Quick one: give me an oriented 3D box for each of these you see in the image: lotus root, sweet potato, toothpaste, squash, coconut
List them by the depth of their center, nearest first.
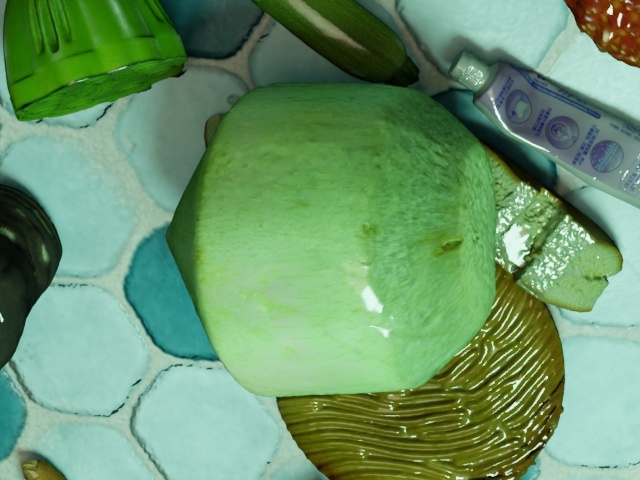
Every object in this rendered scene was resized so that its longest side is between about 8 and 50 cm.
[{"bbox_3d":[0.000,0.000,1.384,0.329,0.281,0.328,6,107,18],"label":"coconut"},{"bbox_3d":[-0.235,-0.220,1.406,0.186,0.186,0.186,2,114,6],"label":"lotus root"},{"bbox_3d":[-0.009,-0.227,1.414,0.258,0.069,0.069,37,113,-9],"label":"squash"},{"bbox_3d":[0.261,-0.102,1.450,0.301,0.048,0.075,29,103,-9],"label":"toothpaste"},{"bbox_3d":[-0.288,0.330,1.705,0.056,0.056,0.195,-31,111,18],"label":"sweet potato"}]

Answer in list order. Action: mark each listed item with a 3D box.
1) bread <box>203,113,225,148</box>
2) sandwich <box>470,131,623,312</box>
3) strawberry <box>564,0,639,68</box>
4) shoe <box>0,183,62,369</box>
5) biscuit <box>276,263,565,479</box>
[{"bbox_3d":[-0.088,-0.073,1.497,0.043,0.062,0.109,-14,113,17],"label":"bread"},{"bbox_3d":[0.210,-0.012,1.472,0.244,0.088,0.090,38,109,-10],"label":"sandwich"},{"bbox_3d":[0.281,-0.319,1.250,0.292,0.292,0.343,22,127,-3],"label":"strawberry"},{"bbox_3d":[-0.448,0.107,1.521,0.384,0.237,0.171,-32,107,18],"label":"shoe"},{"bbox_3d":[0.101,0.142,1.553,0.318,0.040,0.317,2,103,9],"label":"biscuit"}]
